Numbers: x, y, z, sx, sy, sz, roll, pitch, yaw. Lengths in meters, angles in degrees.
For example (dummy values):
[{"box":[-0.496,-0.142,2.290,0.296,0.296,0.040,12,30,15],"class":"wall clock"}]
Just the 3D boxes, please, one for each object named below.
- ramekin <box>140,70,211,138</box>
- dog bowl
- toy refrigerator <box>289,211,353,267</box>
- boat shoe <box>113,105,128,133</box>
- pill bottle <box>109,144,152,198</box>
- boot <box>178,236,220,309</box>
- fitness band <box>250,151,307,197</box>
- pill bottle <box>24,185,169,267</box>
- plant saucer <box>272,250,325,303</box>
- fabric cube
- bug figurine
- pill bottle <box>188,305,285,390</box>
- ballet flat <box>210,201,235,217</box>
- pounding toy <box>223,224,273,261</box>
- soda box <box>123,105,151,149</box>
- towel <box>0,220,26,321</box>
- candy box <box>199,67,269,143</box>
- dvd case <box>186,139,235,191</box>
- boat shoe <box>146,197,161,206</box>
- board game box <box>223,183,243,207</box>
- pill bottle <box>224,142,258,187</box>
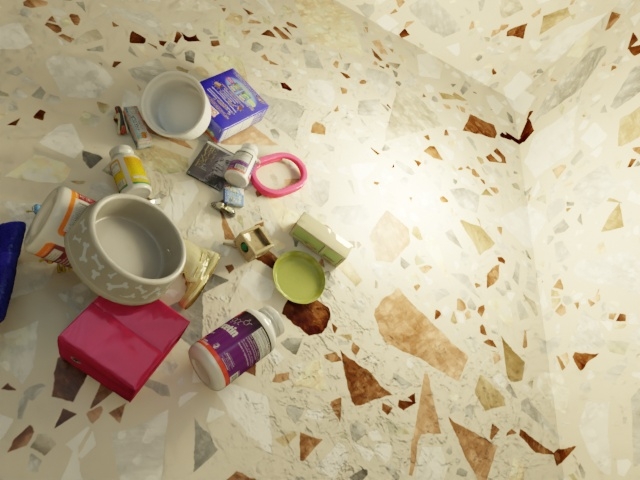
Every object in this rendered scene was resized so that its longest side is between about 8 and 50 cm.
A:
[{"box":[-0.603,-0.561,1.807,0.276,0.135,0.278,0,88,2],"class":"ramekin"},{"box":[-0.555,0.014,1.257,0.348,0.102,0.349,40,31,-30],"class":"dog bowl"},{"box":[0.000,0.000,1.893,0.269,0.102,0.094,35,53,-6],"class":"toy refrigerator"},{"box":[-0.845,-0.506,1.778,0.043,0.049,0.137,-14,75,-30],"class":"boat shoe"},{"box":[-0.746,-0.262,1.647,0.117,0.117,0.209,-17,72,-33],"class":"pill bottle"},{"box":[-0.513,0.109,1.572,0.203,0.095,0.262,30,52,-10],"class":"boot"},{"box":[-0.193,-0.311,1.999,0.290,0.054,0.209,-26,77,-34],"class":"fitness band"},{"box":[-0.701,0.009,1.381,0.392,0.223,0.224,33,48,-41],"class":"pill bottle"},{"box":[-0.093,0.159,1.797,0.240,0.037,0.241,12,59,-21],"class":"plant saucer"},{"box":[-0.605,0.309,1.318,0.258,0.254,0.259,38,52,-6],"class":"fabric cube"},{"box":[-0.880,-0.038,1.481,0.216,0.072,0.279,-15,71,-33],"class":"bug figurine"},{"box":[-0.285,0.364,1.494,0.322,0.181,0.182,-32,81,-37],"class":"pill bottle"},{"box":[-0.410,-0.139,1.799,0.114,0.041,0.041,29,54,-10],"class":"ballet flat"},{"box":[-0.298,0.016,1.748,0.141,0.100,0.130,-28,79,-46],"class":"pounding toy"},{"box":[-0.774,-0.476,1.786,0.058,0.063,0.183,-18,72,-33],"class":"soda box"},{"box":[-0.979,0.107,1.257,0.076,0.227,0.309,23,51,-47],"class":"towel"},{"box":[-0.452,-0.641,2.007,0.268,0.122,0.317,47,52,2],"class":"candy box"},{"box":[-0.474,-0.337,1.890,0.164,0.018,0.222,28,54,-11],"class":"dvd case"},{"box":[-0.701,-0.087,1.586,0.267,0.096,0.088,-43,123,-56],"class":"boat shoe"},{"box":[-0.379,-0.194,1.849,0.089,0.020,0.090,13,58,-33],"class":"board game box"},{"box":[-0.346,-0.340,1.891,0.108,0.108,0.194,25,58,-13],"class":"pill bottle"}]
